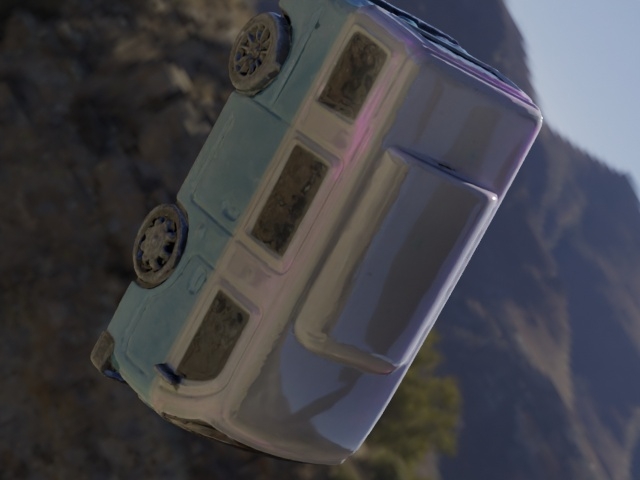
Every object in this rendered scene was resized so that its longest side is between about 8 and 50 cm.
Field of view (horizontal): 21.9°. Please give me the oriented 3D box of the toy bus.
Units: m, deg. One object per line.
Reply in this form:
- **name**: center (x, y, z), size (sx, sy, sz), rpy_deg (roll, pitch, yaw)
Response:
- **toy bus**: center (0.000, 0.000, 0.424), size (0.060, 0.123, 0.075), rpy_deg (22, 10, -36)
